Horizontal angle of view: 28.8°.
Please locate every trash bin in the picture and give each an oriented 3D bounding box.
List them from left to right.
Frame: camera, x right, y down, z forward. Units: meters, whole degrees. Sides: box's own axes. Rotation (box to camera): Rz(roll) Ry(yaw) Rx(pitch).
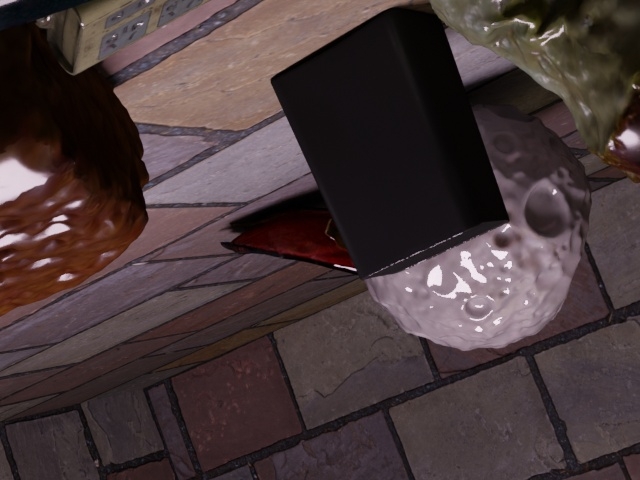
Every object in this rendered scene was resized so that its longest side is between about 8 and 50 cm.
[{"bbox_3d":[0.076,-0.093,1.258,0.165,0.226,0.115,-26,171,31],"label":"trash bin"}]

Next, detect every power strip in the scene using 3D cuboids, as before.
[{"bbox_3d":[-0.062,-0.192,0.808,0.268,0.034,0.092,-33,175,-21],"label":"power strip"}]

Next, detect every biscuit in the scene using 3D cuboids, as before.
[{"bbox_3d":[-0.314,-0.031,0.934,0.342,0.166,0.395,-23,170,3],"label":"biscuit"}]

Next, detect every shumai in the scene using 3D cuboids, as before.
[{"bbox_3d":[0.266,-0.184,1.027,0.309,0.263,0.304,-25,168,25],"label":"shumai"}]

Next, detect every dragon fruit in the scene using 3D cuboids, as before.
[{"bbox_3d":[0.000,0.000,1.921,0.282,0.100,0.343,6,-177,-32],"label":"dragon fruit"}]

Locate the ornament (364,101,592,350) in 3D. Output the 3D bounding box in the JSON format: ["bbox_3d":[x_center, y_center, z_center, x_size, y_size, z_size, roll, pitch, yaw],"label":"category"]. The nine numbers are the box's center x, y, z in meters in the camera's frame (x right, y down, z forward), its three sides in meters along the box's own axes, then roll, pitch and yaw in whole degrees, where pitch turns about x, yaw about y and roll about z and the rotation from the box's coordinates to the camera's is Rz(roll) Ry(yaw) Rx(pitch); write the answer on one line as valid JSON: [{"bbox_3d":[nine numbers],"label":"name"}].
[{"bbox_3d":[0.194,-0.022,1.675,0.337,0.337,0.337,-20,171,-3],"label":"ornament"}]

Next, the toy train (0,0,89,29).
[{"bbox_3d":[-0.064,-0.207,0.691,0.409,0.089,0.086,-21,169,-5],"label":"toy train"}]
